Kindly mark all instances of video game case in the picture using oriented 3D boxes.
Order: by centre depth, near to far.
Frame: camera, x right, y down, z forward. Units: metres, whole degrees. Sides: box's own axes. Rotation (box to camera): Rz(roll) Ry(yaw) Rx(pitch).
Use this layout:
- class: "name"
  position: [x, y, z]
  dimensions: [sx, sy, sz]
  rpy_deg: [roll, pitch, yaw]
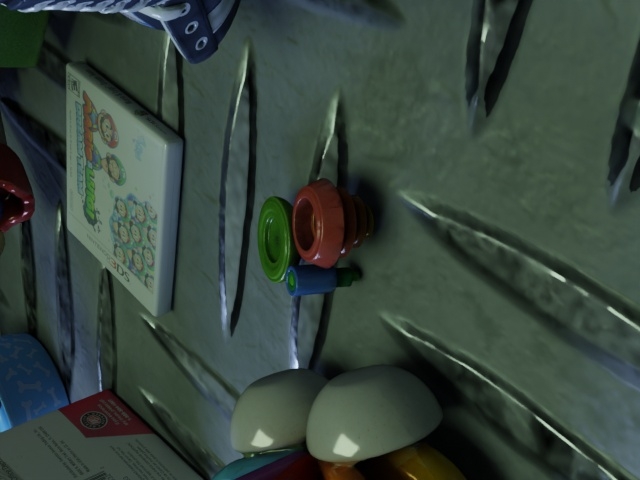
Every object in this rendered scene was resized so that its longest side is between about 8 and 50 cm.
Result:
- class: "video game case"
  position: [-0.158, -0.040, 0.686]
  dimensions: [0.143, 0.019, 0.157]
  rpy_deg: [38, 132, 35]

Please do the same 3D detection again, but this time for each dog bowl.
- class: "dog bowl"
  position: [-0.369, 0.198, 1.007]
  dimensions: [0.297, 0.074, 0.166]
  rpy_deg: [-32, 80, 51]

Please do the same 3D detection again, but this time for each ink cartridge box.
- class: "ink cartridge box"
  position: [-0.238, 0.243, 0.731]
  dimensions: [0.172, 0.237, 0.100]
  rpy_deg: [29, 127, 41]

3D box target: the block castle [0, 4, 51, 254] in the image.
- class: "block castle"
  position: [-0.321, -0.156, 0.589]
  dimensions: [0.453, 0.302, 0.213]
  rpy_deg: [-50, 51, 48]

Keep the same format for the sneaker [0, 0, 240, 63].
- class: "sneaker"
  position: [-0.113, -0.130, 0.398]
  dimensions: [0.099, 0.282, 0.153]
  rpy_deg: [32, 140, 10]

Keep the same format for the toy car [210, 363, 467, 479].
- class: "toy car"
  position: [-0.003, 0.161, 0.488]
  dimensions: [0.182, 0.136, 0.159]
  rpy_deg: [-12, 96, 52]

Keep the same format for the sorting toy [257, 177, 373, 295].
- class: "sorting toy"
  position: [0.000, 0.000, 0.500]
  dimensions: [0.102, 0.042, 0.061]
  rpy_deg: [162, 104, -64]
